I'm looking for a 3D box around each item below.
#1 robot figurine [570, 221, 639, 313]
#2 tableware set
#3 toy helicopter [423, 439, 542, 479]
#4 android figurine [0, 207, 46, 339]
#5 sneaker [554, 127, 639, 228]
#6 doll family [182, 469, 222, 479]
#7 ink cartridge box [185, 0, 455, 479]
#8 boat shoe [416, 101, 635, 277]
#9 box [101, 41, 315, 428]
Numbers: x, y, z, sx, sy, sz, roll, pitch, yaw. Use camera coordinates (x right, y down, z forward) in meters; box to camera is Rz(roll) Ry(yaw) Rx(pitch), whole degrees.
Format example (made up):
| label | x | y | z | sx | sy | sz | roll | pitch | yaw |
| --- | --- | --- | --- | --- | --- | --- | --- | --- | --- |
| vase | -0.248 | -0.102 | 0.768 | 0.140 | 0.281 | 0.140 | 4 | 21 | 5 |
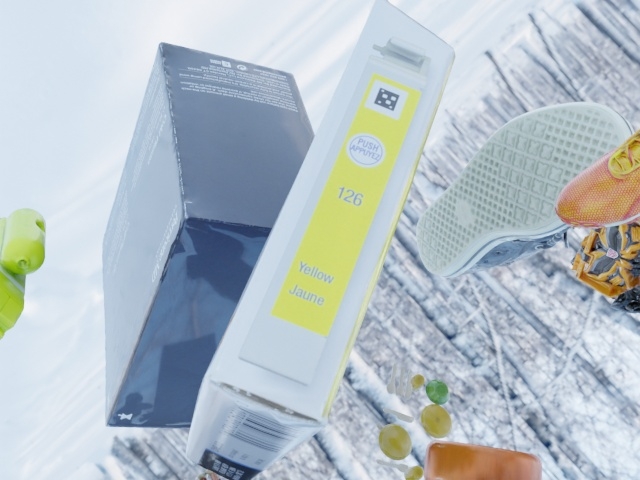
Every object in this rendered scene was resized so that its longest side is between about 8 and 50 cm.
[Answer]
| label | x | y | z | sx | sy | sz | roll | pitch | yaw |
| --- | --- | --- | --- | --- | --- | --- | --- | --- | --- |
| robot figurine | 0.381 | 0.029 | 0.709 | 0.085 | 0.291 | 0.211 | -39 | 144 | -38 |
| tableware set | 0.127 | 0.249 | 0.980 | 0.024 | 0.104 | 0.154 | 123 | -15 | -53 |
| toy helicopter | 0.135 | 0.184 | 0.372 | 0.355 | 0.235 | 0.140 | 40 | 56 | -62 |
| android figurine | -0.388 | 0.066 | 0.747 | 0.248 | 0.056 | 0.273 | -33 | -150 | 0 |
| sneaker | 0.240 | -0.069 | 0.504 | 0.175 | 0.067 | 0.064 | -34 | -140 | 17 |
| doll family | -0.177 | 0.358 | 0.864 | 0.193 | 0.111 | 0.076 | -34 | 157 | 20 |
| ink cartridge box | 0.000 | 0.000 | 0.502 | 0.303 | 0.072 | 0.307 | 114 | 0 | -65 |
| boat shoe | 0.327 | -0.068 | 1.158 | 0.156 | 0.186 | 0.500 | -5 | 161 | -22 |
| box | -0.140 | 0.004 | 0.873 | 0.312 | 0.179 | 0.343 | -106 | -146 | -43 |
